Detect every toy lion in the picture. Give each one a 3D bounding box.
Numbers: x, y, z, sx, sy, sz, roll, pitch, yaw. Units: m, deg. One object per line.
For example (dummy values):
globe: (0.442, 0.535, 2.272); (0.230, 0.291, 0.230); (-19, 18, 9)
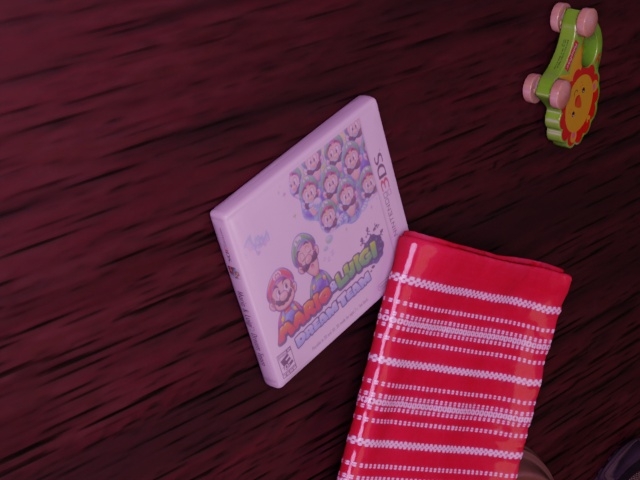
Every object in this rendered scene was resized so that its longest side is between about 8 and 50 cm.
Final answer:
toy lion: (0.203, -0.128, 1.236); (0.096, 0.034, 0.100); (32, 77, -56)

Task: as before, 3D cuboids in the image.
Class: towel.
towel: (0.096, 0.138, 1.149); (0.199, 0.031, 0.275); (15, 88, -45)

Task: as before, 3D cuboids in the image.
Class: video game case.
video game case: (0.000, 0.000, 1.050); (0.157, 0.019, 0.143); (-40, 129, -33)

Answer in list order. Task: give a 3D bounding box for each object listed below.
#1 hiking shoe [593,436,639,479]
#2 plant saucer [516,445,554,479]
hiking shoe: (0.297, 0.287, 1.395); (0.086, 0.114, 0.227); (49, 53, -45)
plant saucer: (0.127, 0.301, 1.279); (0.278, 0.041, 0.278); (-20, 117, -44)
